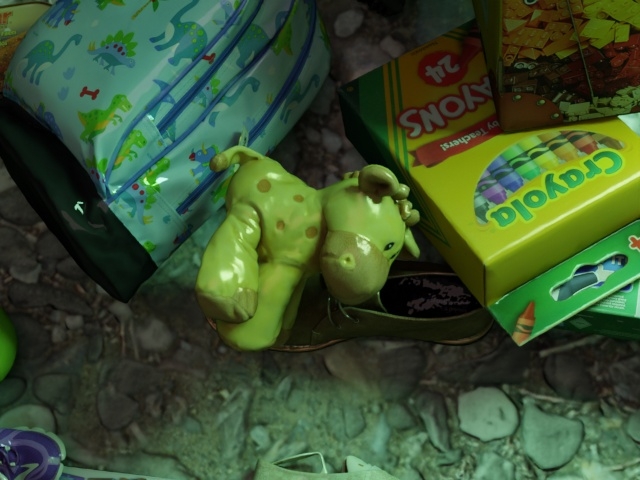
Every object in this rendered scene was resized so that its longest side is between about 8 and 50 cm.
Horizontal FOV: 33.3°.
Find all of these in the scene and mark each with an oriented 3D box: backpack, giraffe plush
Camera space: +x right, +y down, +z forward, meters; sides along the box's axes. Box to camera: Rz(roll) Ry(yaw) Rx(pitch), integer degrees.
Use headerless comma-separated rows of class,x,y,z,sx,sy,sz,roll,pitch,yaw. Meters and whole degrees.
backpack,-0.155,-0.163,1.087,0.355,0.273,0.290,-33,46,-15
giraffe plush,0.000,0.000,0.970,0.170,0.181,0.210,2,88,16

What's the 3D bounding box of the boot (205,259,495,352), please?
boot,0.024,0.054,1.076,0.305,0.115,0.112,-1,80,8

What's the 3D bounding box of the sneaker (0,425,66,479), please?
sneaker,-0.343,0.218,1.097,0.169,0.071,0.068,7,81,15

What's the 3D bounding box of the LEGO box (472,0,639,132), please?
LEGO box,0.213,-0.412,0.960,0.193,0.372,0.500,-8,60,4

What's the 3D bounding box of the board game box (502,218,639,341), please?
board game box,0.342,0.000,1.032,0.317,0.046,0.214,8,56,15

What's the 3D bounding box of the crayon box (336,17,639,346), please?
crayon box,0.181,-0.074,1.032,0.202,0.081,0.318,-29,55,-11

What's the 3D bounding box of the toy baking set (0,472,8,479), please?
toy baking set,-0.396,0.219,1.056,0.196,0.256,0.030,-7,37,35

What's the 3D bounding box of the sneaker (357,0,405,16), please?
sneaker,0.034,-0.357,1.164,0.106,0.078,0.234,-39,94,-5

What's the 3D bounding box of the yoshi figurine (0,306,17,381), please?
yoshi figurine,-0.460,0.067,1.129,0.362,0.204,0.203,32,42,26

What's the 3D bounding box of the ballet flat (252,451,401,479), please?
ballet flat,0.013,0.237,1.067,0.168,0.057,0.052,-1,67,6

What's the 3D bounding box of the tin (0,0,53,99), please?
tin,-0.367,-0.213,1.223,0.189,0.040,0.106,-7,81,5

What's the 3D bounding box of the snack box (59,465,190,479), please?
snack box,-0.197,0.272,1.099,0.178,0.022,0.064,5,77,8
